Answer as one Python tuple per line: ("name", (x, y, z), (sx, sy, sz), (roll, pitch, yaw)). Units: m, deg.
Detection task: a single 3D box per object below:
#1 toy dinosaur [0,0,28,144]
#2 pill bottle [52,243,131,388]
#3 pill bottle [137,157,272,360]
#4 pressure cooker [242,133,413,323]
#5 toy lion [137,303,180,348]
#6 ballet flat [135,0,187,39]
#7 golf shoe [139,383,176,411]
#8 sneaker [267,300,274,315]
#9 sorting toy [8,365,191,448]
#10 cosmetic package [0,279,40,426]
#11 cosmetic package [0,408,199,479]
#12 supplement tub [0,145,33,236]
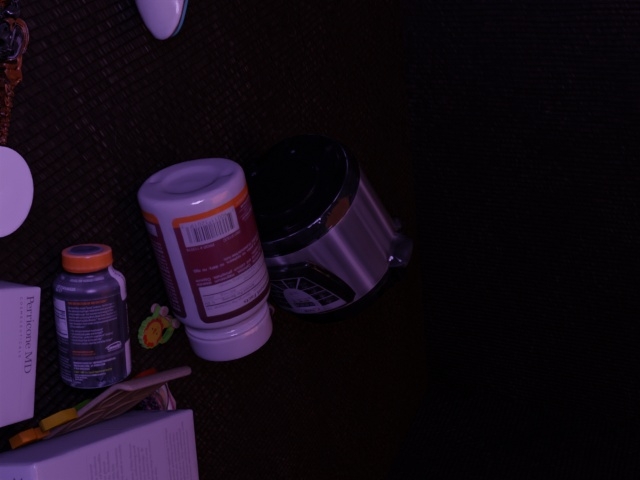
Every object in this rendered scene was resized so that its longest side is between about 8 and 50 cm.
("toy dinosaur", (-0.488, -0.310, 1.203), (0.218, 0.164, 0.322), (-64, 132, -69))
("pill bottle", (-0.415, 0.132, 1.492), (0.130, 0.130, 0.246), (-30, 124, -61))
("pill bottle", (-0.229, 0.044, 1.742), (0.224, 0.224, 0.392), (-51, 137, -50))
("pressure cooker", (0.003, -0.005, 2.029), (0.375, 0.370, 0.420), (-38, 134, -3))
("toy lion", (-0.352, 0.192, 1.775), (0.096, 0.034, 0.100), (-65, 152, -20))
("ballet flat", (-0.316, -0.582, 1.549), (0.139, 0.139, 0.400), (20, 74, -65))
("golf shoe", (-0.339, 0.385, 1.808), (0.086, 0.067, 0.186), (-51, 140, -53))
("sneaker", (-0.181, 0.179, 2.091), (0.098, 0.083, 0.224), (-69, 154, -17))
("sorting toy", (-0.402, 0.294, 1.493), (0.041, 0.229, 0.307), (63, 22, 11))
("cosmetic package", (-0.574, 0.168, 1.117), (0.385, 0.156, 0.217), (-6, 100, -65))
("cosmetic package", (-0.411, 0.465, 1.509), (0.453, 0.161, 0.230), (0, 84, -66))
("supplement tub", (-0.513, -0.075, 1.128), (0.144, 0.199, 0.144), (8, 90, -66))
